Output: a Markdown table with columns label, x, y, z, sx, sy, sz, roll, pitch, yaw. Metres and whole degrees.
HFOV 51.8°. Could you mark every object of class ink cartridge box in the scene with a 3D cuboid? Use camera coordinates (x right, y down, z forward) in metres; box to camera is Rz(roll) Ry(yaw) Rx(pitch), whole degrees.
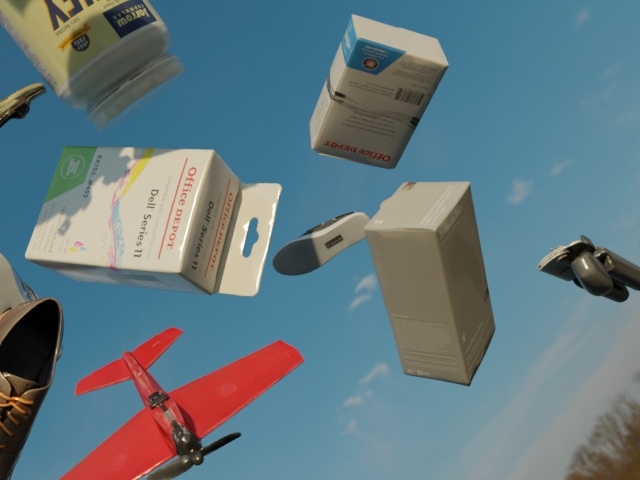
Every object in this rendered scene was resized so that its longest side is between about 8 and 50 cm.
| label | x | y | z | sx | sy | sz | roll | pitch | yaw |
| --- | --- | --- | --- | --- | --- | --- | --- | --- | --- |
| ink cartridge box | 0.083 | -0.224 | 1.025 | 0.148 | 0.085 | 0.203 | 11 | -48 | -17 |
| ink cartridge box | -0.257 | -0.033 | 1.035 | 0.119 | 0.354 | 0.207 | 52 | -135 | -62 |

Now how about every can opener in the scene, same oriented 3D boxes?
| label | x | y | z | sx | sy | sz | roll | pitch | yaw |
| --- | --- | --- | --- | --- | --- | --- | --- | --- | --- |
| can opener | 0.417 | 0.057 | 0.988 | 0.074 | 0.093 | 0.280 | -39 | -34 | 30 |

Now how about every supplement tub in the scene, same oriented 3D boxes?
| label | x | y | z | sx | sy | sz | roll | pitch | yaw |
| --- | --- | --- | --- | --- | --- | --- | --- | --- | --- |
| supplement tub | -0.418 | -0.382 | 1.175 | 0.235 | 0.235 | 0.324 | -39 | -76 | -11 |

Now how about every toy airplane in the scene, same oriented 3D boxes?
| label | x | y | z | sx | sy | sz | roll | pitch | yaw |
| --- | --- | --- | --- | --- | --- | --- | --- | --- | --- |
| toy airplane | -0.085 | 0.083 | 0.348 | 0.151 | 0.151 | 0.028 | -31 | -70 | -21 |

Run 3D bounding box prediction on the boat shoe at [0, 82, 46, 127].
| label | x | y | z | sx | sy | sz | roll | pitch | yaw |
| --- | --- | --- | --- | --- | --- | --- | --- | --- | --- |
| boat shoe | -0.610 | -0.264 | 1.318 | 0.152 | 0.049 | 0.056 | -42 | 13 | -29 |

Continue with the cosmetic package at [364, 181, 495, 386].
| label | x | y | z | sx | sy | sz | roll | pitch | yaw |
| --- | --- | --- | --- | --- | --- | --- | --- | --- | --- |
| cosmetic package | 0.147 | 0.053 | 0.847 | 0.127 | 0.107 | 0.237 | -49 | -46 | -43 |

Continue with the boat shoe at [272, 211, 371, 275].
| label | x | y | z | sx | sy | sz | roll | pitch | yaw |
| --- | --- | --- | --- | --- | --- | --- | --- | --- | --- |
| boat shoe | 0.000 | 0.000 | 1.415 | 0.229 | 0.076 | 0.080 | -30 | -74 | 0 |

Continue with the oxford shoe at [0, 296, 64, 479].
| label | x | y | z | sx | sy | sz | roll | pitch | yaw |
| --- | --- | --- | --- | --- | --- | --- | --- | --- | --- |
| oxford shoe | -0.443 | 0.235 | 0.879 | 0.130 | 0.363 | 0.133 | 27 | -38 | -28 |

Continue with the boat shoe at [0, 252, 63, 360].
| label | x | y | z | sx | sy | sz | roll | pitch | yaw |
| --- | --- | --- | --- | --- | --- | --- | --- | --- | --- |
| boat shoe | -0.551 | 0.116 | 1.169 | 0.095 | 0.258 | 0.084 | -32 | 4 | -14 |
